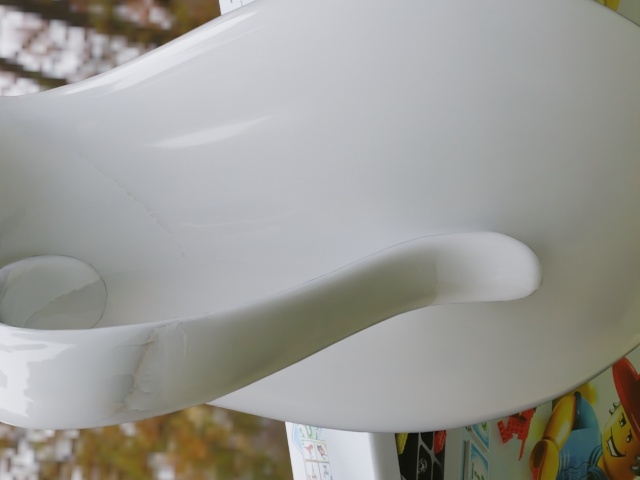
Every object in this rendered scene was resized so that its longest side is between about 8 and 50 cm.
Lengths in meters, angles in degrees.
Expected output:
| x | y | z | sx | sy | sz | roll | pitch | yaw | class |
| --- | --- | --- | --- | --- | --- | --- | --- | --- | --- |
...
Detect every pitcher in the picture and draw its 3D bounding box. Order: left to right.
| x | y | z | sx | sy | sz | roll | pitch | yaw | class |
| --- | --- | --- | --- | --- | --- | --- | --- | --- | --- |
| 0.000 | 0.000 | 0.499 | 0.178 | 0.207 | 0.125 | -137 | 43 | -64 | pitcher |

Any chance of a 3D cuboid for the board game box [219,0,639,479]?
| x | y | z | sx | sy | sz | roll | pitch | yaw | class |
| --- | --- | --- | --- | --- | --- | --- | --- | --- | --- |
| 0.071 | 0.028 | 0.710 | 0.193 | 0.053 | 0.305 | -21 | -70 | -38 | board game box |
